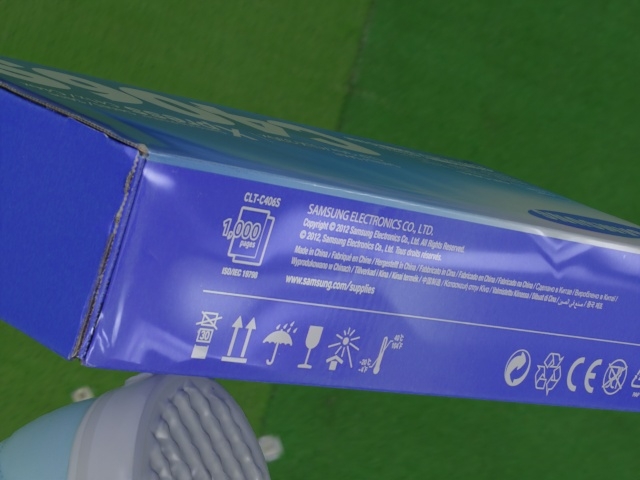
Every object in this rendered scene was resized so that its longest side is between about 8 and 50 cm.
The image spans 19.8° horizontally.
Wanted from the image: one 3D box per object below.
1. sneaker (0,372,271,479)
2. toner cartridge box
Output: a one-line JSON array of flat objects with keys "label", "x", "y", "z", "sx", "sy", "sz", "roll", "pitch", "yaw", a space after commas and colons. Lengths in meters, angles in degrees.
[{"label": "sneaker", "x": -0.100, "y": 0.232, "z": 0.692, "sx": 0.135, "sy": 0.150, "sz": 0.366, "roll": 40, "pitch": 42, "yaw": -39}, {"label": "toner cartridge box", "x": 0.000, "y": 0.000, "z": 0.729, "sx": 0.347, "sy": 0.165, "sz": 0.075, "roll": 9, "pitch": 102, "yaw": -47}]
